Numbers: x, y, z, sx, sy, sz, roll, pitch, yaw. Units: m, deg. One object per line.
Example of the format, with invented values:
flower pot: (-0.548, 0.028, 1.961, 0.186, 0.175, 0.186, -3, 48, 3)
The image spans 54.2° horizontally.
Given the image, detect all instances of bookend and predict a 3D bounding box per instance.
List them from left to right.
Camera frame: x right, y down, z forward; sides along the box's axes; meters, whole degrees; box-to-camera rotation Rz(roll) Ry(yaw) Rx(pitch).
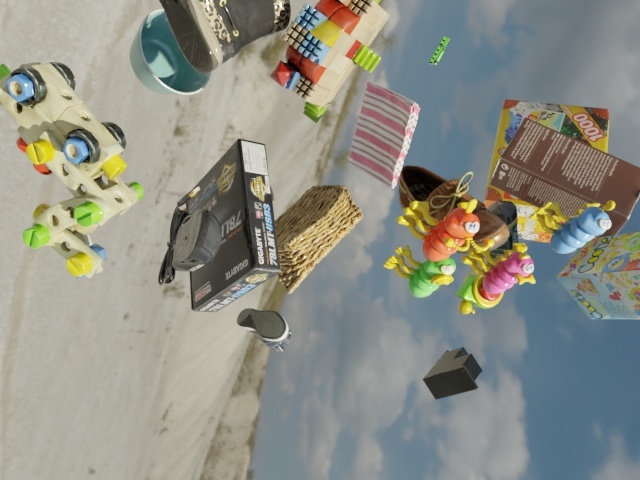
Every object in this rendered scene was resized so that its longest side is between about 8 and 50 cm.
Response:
bookend: (0.398, 0.364, 1.777, 0.156, 0.072, 0.157, -32, -177, 44)

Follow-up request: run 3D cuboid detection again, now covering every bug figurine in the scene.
bug figurine: (0.215, 0.013, 0.776, 0.216, 0.278, 0.072, 124, -41, -56)

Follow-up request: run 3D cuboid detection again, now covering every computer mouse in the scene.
computer mouse: (-0.230, -0.022, 1.175, 0.262, 0.060, 0.184, -31, -133, 56)

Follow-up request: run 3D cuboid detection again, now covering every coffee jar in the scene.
coffee jar: (0.474, -0.008, 1.633, 0.096, 0.079, 0.185, -43, 129, -47)

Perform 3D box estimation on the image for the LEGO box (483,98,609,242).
LEGO box: (0.788, -0.244, 2.197, 0.193, 0.372, 0.500, 78, 26, -53)

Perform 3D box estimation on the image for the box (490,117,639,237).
box: (0.712, -0.180, 1.807, 0.191, 0.381, 0.143, -53, 161, -26)

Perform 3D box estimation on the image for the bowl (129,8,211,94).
bowl: (-0.566, -0.661, 2.281, 0.163, 0.311, 0.312, -11, -112, 41)

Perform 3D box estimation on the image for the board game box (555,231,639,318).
board game box: (0.692, 0.077, 1.385, 0.142, 0.144, 0.275, -43, -172, -18)

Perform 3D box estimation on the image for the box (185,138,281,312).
box: (-0.202, -0.023, 1.365, 0.295, 0.073, 0.294, -33, -123, 48)

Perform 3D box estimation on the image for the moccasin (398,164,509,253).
moccasin: (0.301, -0.086, 1.473, 0.147, 0.139, 0.380, 67, -6, -32)

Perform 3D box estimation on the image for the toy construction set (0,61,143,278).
toy construction set: (-0.379, -0.107, 0.837, 0.215, 0.327, 0.151, -38, -161, 28)

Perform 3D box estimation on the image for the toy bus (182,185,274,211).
toy bus: (-0.315, -0.110, 2.158, 0.130, 0.332, 0.108, 40, 28, -67)

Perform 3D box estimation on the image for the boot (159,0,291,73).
boot: (-0.228, -0.598, 1.400, 0.138, 0.284, 0.378, 2, -60, 48)

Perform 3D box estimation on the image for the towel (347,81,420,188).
towel: (0.130, -0.229, 1.364, 0.144, 0.029, 0.197, 35, -57, 34)

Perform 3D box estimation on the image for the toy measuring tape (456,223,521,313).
toy measuring tape: (0.534, 0.101, 1.914, 0.330, 0.121, 0.121, -50, -177, -13)

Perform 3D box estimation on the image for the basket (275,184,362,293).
basket: (0.000, 0.000, 1.883, 0.213, 0.299, 0.223, 4, -49, 49)

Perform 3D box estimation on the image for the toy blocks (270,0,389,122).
toy blocks: (0.013, -0.486, 1.533, 0.381, 0.190, 0.261, -54, 164, 17)

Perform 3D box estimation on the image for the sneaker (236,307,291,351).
sneaker: (-0.125, 0.273, 1.840, 0.226, 0.163, 0.086, 11, -115, 53)

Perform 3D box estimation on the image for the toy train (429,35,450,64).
toy train: (0.308, -0.489, 1.616, 0.083, 0.023, 0.017, -61, 167, -3)
